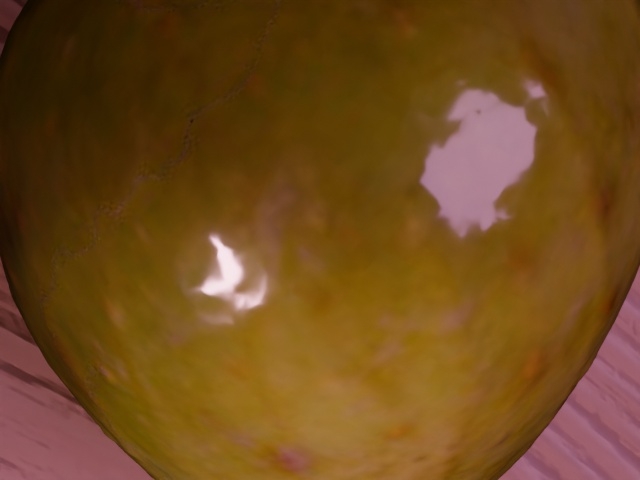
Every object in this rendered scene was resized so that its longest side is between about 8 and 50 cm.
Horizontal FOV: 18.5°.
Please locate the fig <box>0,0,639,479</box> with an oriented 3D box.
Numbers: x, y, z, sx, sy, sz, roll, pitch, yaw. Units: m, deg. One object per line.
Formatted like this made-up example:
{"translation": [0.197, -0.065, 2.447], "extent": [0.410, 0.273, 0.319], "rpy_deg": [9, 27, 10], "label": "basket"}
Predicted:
{"translation": [0.000, 0.000, 0.785], "extent": [0.258, 0.258, 0.326], "rpy_deg": [-39, 144, -37], "label": "fig"}
